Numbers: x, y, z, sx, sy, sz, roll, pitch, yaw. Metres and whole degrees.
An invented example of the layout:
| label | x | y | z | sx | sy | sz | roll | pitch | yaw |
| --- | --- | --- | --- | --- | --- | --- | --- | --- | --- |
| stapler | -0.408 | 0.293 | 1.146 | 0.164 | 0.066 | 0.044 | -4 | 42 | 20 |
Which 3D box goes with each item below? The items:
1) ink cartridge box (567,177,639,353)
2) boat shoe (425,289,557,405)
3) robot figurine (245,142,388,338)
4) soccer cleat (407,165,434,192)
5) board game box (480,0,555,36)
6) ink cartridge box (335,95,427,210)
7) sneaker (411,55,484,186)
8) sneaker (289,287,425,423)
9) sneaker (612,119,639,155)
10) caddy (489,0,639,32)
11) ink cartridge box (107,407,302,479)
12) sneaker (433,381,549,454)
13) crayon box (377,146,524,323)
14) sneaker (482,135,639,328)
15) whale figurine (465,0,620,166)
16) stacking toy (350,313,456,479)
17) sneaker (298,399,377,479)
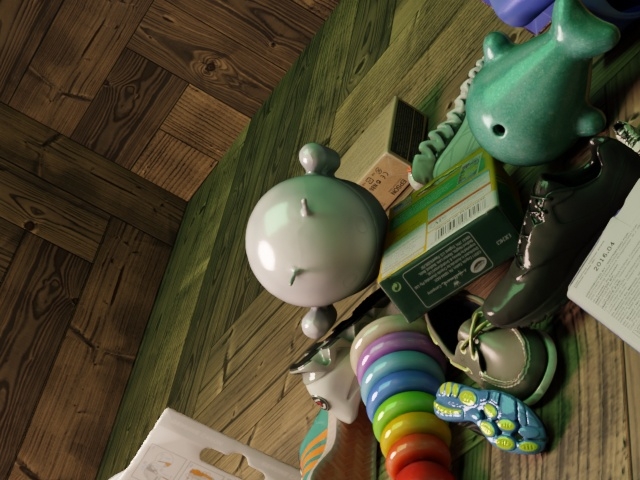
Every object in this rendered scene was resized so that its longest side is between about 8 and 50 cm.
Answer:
| label | x | y | z | sx | sy | sz | roll | pitch | yaw |
| --- | --- | --- | --- | --- | --- | --- | --- | --- | --- |
| ink cartridge box | 0.403 | 0.008 | 1.097 | 0.270 | 0.151 | 0.395 | -59 | 18 | 7 |
| boat shoe | 0.220 | 0.137 | 1.549 | 0.109 | 0.091 | 0.305 | -61 | 16 | 4 |
| robot figurine | 0.000 | 0.000 | 1.807 | 0.353 | 0.199 | 0.300 | -4 | -90 | -79 |
| soccer cleat | 0.237 | -0.160 | 2.054 | 0.196 | 0.076 | 0.068 | -42 | 55 | 14 |
| board game box | 0.347 | -0.549 | 2.055 | 0.141 | 0.232 | 0.291 | -45 | 22 | 45 |
| ink cartridge box | 0.114 | -0.148 | 2.359 | 0.235 | 0.088 | 0.193 | -48 | 19 | 40 |
| sneaker | 0.271 | -0.198 | 1.943 | 0.292 | 0.118 | 0.110 | -57 | -21 | -11 |
| sneaker | 0.114 | 0.156 | 1.826 | 0.330 | 0.146 | 0.122 | -40 | 5 | -19 |
| sneaker | 0.407 | -0.132 | 1.526 | 0.032 | 0.037 | 0.083 | -54 | 19 | 18 |
| caddy | 0.393 | -0.441 | 1.728 | 0.179 | 0.241 | 0.341 | -50 | 19 | 53 |
| ink cartridge box | -0.225 | 0.469 | 1.971 | 0.385 | 0.308 | 0.091 | -56 | 18 | 17 |
| sneaker | 0.221 | 0.219 | 1.449 | 0.188 | 0.078 | 0.067 | 14 | 88 | 58 |
| crayon box | 0.197 | -0.020 | 1.726 | 0.203 | 0.083 | 0.323 | -34 | 14 | 17 |
| sneaker | 0.294 | -0.014 | 1.447 | 0.286 | 0.130 | 0.109 | -48 | 20 | 11 |
| whale figurine | 0.309 | -0.217 | 1.645 | 0.141 | 0.216 | 0.272 | -39 | -13 | -40 |
| stacking toy | 0.126 | 0.252 | 1.586 | 0.141 | 0.141 | 0.330 | -53 | 25 | 27 |
| sneaker | 0.020 | 0.360 | 1.793 | 0.121 | 0.108 | 0.302 | -54 | 12 | 43 |
